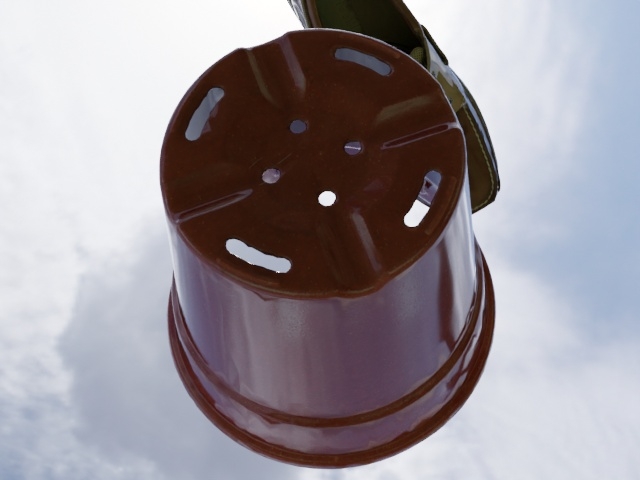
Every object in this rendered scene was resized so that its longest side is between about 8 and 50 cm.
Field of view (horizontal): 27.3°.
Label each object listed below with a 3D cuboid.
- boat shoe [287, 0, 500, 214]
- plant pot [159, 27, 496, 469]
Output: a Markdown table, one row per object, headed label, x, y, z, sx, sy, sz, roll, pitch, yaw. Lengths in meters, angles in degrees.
| label | x | y | z | sx | sy | sz | roll | pitch | yaw |
| --- | --- | --- | --- | --- | --- | --- | --- | --- | --- |
| boat shoe | 0.063 | -0.152 | 1.244 | 0.123 | 0.120 | 0.324 | -34 | -73 | 7 |
| plant pot | 0.000 | 0.000 | 0.967 | 0.273 | 0.265 | 0.272 | -2 | -115 | 3 |
